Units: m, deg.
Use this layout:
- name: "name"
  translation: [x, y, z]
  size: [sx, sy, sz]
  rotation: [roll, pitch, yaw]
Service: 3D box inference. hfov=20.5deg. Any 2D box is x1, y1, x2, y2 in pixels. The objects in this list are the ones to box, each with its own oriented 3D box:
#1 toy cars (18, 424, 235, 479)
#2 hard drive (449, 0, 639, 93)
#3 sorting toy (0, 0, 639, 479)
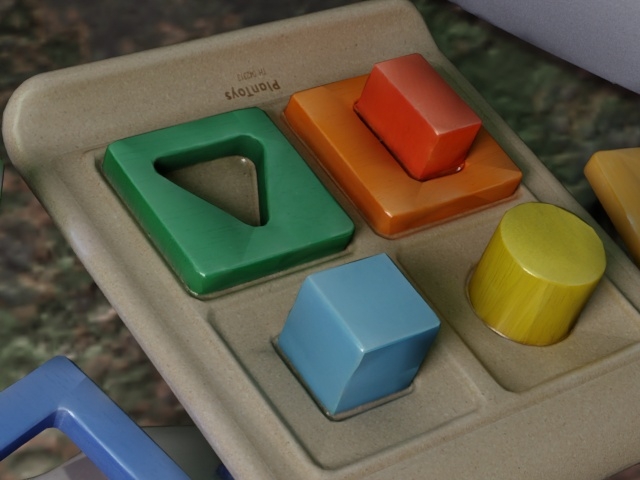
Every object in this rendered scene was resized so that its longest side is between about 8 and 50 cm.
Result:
- name: "toy cars"
  translation: [-0.129, 0.064, 0.564]
  size: [0.394, 0.176, 0.087]
  rotation: [17, 112, 9]
- name: "hard drive"
  translation: [0.109, -0.163, 0.708]
  size: [0.255, 0.054, 0.172]
  rotation: [30, 73, 13]
- name: "sorting toy"
  translation: [0.022, -0.002, 0.569]
  size: [0.348, 0.047, 0.196]
  rotation: [-18, 61, -35]
